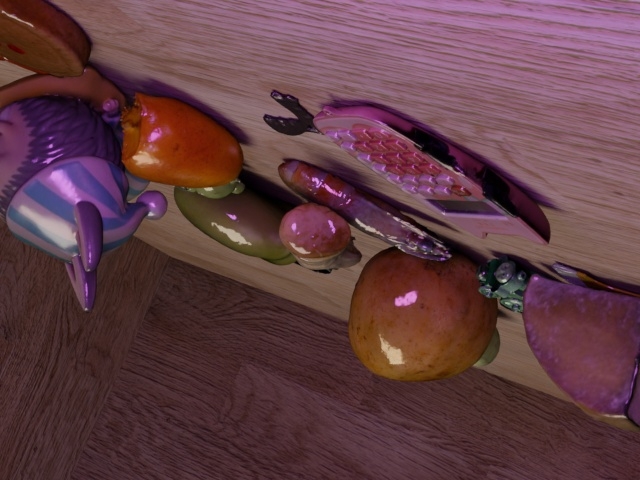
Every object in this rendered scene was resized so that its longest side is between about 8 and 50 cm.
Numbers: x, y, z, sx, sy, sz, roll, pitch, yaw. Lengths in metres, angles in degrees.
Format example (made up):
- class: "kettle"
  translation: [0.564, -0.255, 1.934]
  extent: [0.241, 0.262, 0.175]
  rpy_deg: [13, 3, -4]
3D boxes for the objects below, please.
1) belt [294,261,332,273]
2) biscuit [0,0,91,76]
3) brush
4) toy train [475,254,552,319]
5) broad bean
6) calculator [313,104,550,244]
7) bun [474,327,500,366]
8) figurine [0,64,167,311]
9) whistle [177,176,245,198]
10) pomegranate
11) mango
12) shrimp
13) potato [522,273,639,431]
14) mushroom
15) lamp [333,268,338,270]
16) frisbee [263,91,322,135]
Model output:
- class: "belt"
  translation: [-0.043, 0.000, 2.628]
  extent: [0.198, 0.078, 0.151]
  rpy_deg: [21, 168, 34]
- class: "biscuit"
  translation: [-0.511, -0.336, 1.873]
  extent: [0.381, 0.074, 0.359]
  rpy_deg: [20, 169, 8]
- class: "brush"
  translation: [0.451, 0.076, 1.942]
  extent: [0.205, 0.011, 0.083]
  rpy_deg: [18, 171, 31]
- class: "toy train"
  translation: [0.337, 0.082, 2.103]
  extent: [0.178, 0.071, 0.104]
  rpy_deg: [26, 164, -26]
- class: "broad bean"
  translation: [-0.140, -0.044, 2.432]
  extent: [0.291, 0.119, 0.238]
  rpy_deg: [26, -170, -25]
- class: "calculator"
  translation: [0.137, -0.091, 1.657]
  extent: [0.329, 0.048, 0.220]
  rpy_deg: [30, 171, -25]
- class: "bun"
  translation: [0.289, 0.180, 2.700]
  extent: [0.195, 0.118, 0.195]
  rpy_deg: [24, 166, 7]
- class: "figurine"
  translation: [-0.395, -0.051, 2.104]
  extent: [0.266, 0.378, 0.361]
  rpy_deg: [-18, 157, 29]
- class: "whistle"
  translation: [-0.232, -0.130, 2.301]
  extent: [0.227, 0.085, 0.105]
  rpy_deg: [18, 169, 31]
- class: "pomegranate"
  translation: [0.177, 0.123, 2.233]
  extent: [0.260, 0.260, 0.260]
  rpy_deg: [23, 172, 4]
- class: "mango"
  translation: [-0.213, -0.143, 2.028]
  extent: [0.154, 0.126, 0.252]
  rpy_deg: [-7, 164, 34]
- class: "shrimp"
  translation: [0.071, -0.043, 2.100]
  extent: [0.317, 0.062, 0.164]
  rpy_deg: [27, 177, 7]
- class: "potato"
  translation: [0.438, 0.183, 1.974]
  extent: [0.211, 0.189, 0.264]
  rpy_deg: [25, 173, -43]
- class: "mushroom"
  translation: [0.000, 0.000, 2.084]
  extent: [0.122, 0.095, 0.351]
  rpy_deg: [15, 177, 8]
- class: "lamp"
  translation: [-0.027, 0.011, 2.760]
  extent: [0.050, 0.056, 0.198]
  rpy_deg: [27, 175, -42]
- class: "frisbee"
  translation: [-0.020, -0.160, 1.762]
  extent: [0.211, 0.012, 0.187]
  rpy_deg: [20, 170, 34]
